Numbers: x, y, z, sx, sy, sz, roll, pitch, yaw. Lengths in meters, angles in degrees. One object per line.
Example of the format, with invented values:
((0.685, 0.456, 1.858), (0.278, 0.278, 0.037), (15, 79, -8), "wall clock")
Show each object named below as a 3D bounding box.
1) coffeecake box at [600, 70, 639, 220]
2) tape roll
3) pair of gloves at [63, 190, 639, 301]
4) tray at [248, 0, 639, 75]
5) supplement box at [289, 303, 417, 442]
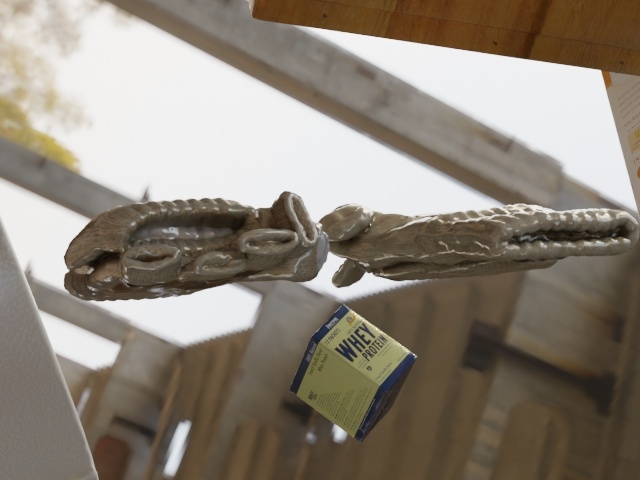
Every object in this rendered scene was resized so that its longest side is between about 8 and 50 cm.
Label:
((0.256, -0.069, 0.840), (0.142, 0.068, 0.185), (-41, -134, 43), "coffeecake box")
((-0.254, 0.006, 0.957), (0.072, 0.392, 0.392), (-23, -167, -14), "tape roll")
((0.000, 0.000, 0.657), (0.204, 0.240, 0.042), (159, -74, -76), "pair of gloves")
((0.105, -0.268, 0.547), (0.076, 0.203, 0.411), (-98, -162, -54), "tray")
((0.029, 0.120, 1.262), (0.056, 0.083, 0.083), (-43, 162, -42), "supplement box")
